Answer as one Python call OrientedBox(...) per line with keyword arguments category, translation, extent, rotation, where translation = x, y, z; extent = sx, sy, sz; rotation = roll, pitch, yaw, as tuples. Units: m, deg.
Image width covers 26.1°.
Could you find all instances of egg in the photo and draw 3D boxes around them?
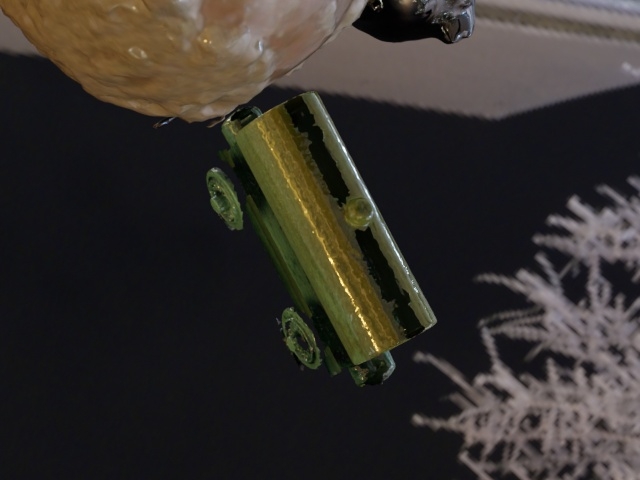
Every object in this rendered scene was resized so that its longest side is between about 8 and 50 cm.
OrientedBox(category="egg", translation=(-0.087, -0.210, 0.856), extent=(0.279, 0.279, 0.310), rotation=(17, -169, -14))

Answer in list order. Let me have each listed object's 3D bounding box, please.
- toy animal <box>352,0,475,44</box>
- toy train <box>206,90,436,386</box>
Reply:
OrientedBox(category="toy animal", translation=(0.086, -0.376, 1.631), extent=(0.212, 0.267, 0.213), rotation=(-7, -130, 8))
OrientedBox(category="toy train", translation=(-0.006, 0.003, 1.341), extent=(0.126, 0.189, 0.307), rotation=(-27, -91, -14))
